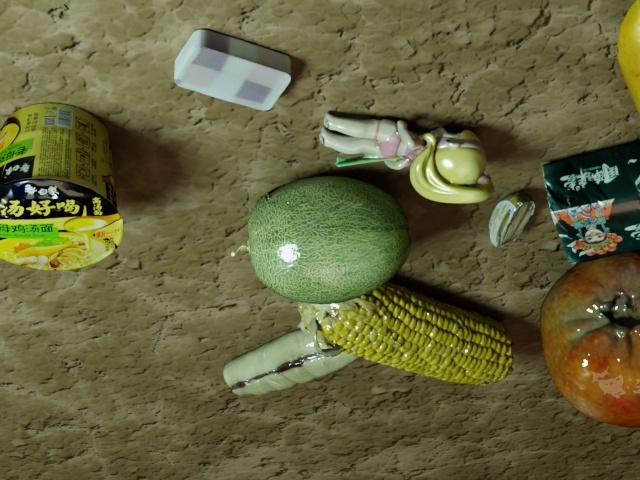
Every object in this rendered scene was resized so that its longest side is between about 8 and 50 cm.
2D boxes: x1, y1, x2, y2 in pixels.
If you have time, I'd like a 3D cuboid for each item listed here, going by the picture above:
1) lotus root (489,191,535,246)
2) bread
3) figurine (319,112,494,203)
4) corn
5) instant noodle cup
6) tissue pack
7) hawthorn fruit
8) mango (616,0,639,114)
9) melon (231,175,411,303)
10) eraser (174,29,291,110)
[{"bbox_3d":[0.210,-0.029,1.715,0.037,0.030,0.083,-23,155,-27],"label":"lotus root"},{"bbox_3d":[-0.028,0.148,1.925,0.214,0.053,0.073,-21,136,25],"label":"bread"},{"bbox_3d":[0.090,-0.087,1.602,0.187,0.083,0.083,14,141,-6],"label":"figurine"},{"bbox_3d":[0.111,0.108,1.840,0.293,0.106,0.106,16,140,-25],"label":"corn"},{"bbox_3d":[-0.269,-0.058,1.577,0.151,0.122,0.151,0,144,0],"label":"instant noodle cup"},{"bbox_3d":[0.331,-0.046,1.647,0.170,0.090,0.103,-15,139,16],"label":"tissue pack"},{"bbox_3d":[0.362,0.125,1.792,0.210,0.210,0.262,-14,150,15],"label":"hawthorn fruit"},{"bbox_3d":[0.379,-0.158,1.473,0.252,0.126,0.154,33,143,-29],"label":"mango"},{"bbox_3d":[0.000,0.000,1.653,0.192,0.139,0.139,-5,144,-2],"label":"melon"},{"bbox_3d":[-0.085,-0.165,1.519,0.105,0.026,0.065,16,143,-23],"label":"eraser"}]
